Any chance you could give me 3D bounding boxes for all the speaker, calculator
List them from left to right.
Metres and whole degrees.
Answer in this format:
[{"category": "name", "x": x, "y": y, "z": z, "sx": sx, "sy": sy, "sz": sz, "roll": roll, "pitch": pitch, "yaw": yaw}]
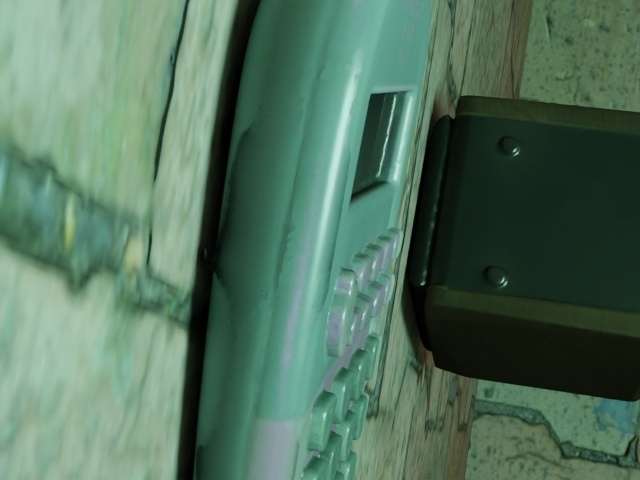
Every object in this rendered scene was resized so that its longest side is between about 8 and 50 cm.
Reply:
[{"category": "calculator", "x": 0.000, "y": 0.000, "z": 0.505, "sx": 0.185, "sy": 0.041, "sz": 0.298, "roll": -36, "pitch": 136, "yaw": -78}, {"category": "speaker", "x": 0.168, "y": 0.013, "z": 1.090, "sx": 0.231, "sy": 0.193, "sz": 0.153, "roll": 71, "pitch": 27, "yaw": -73}]
